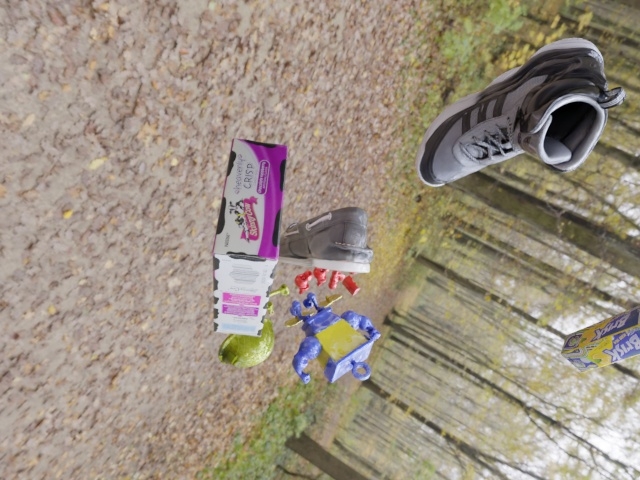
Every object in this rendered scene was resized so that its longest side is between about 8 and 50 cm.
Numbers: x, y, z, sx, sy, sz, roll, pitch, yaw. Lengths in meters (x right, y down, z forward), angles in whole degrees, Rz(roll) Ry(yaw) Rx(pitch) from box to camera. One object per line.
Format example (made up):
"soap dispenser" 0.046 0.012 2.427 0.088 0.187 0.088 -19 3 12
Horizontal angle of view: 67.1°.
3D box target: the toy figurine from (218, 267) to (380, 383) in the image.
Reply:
"toy figurine" 0.010 0.192 0.956 0.362 0.217 0.191 -24 151 -37

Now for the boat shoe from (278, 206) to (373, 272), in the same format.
"boat shoe" 0.000 0.000 0.835 0.335 0.112 0.096 180 -82 -69

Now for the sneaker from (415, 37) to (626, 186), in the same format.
"sneaker" 0.236 -0.133 0.612 0.268 0.101 0.153 -35 -152 30

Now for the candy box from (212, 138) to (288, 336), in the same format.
"candy box" -0.094 0.008 0.618 0.233 0.071 0.159 108 -13 -57

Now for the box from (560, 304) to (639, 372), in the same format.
"box" 0.525 0.180 0.870 0.054 0.059 0.169 -49 180 -40
